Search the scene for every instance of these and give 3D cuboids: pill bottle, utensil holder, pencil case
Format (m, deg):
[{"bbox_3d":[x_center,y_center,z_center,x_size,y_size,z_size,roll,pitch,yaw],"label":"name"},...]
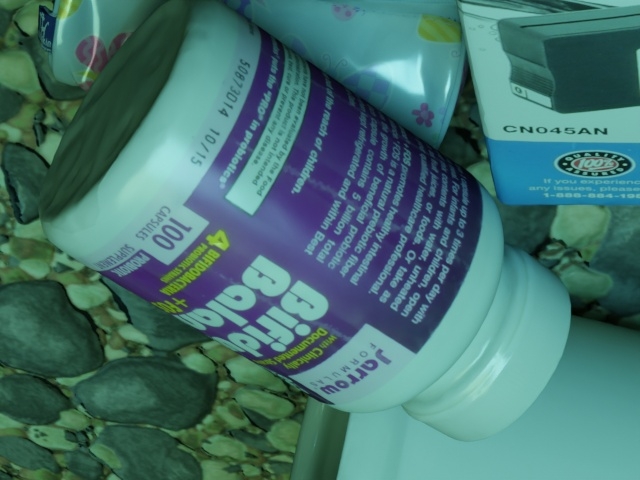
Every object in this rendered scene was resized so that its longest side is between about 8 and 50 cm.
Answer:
[{"bbox_3d":[0.000,0.000,0.882,0.301,0.169,0.169,32,134,-23],"label":"pill bottle"},{"bbox_3d":[0.179,0.210,1.130,0.385,0.328,0.328,12,138,-4],"label":"utensil holder"},{"bbox_3d":[-0.037,-0.135,0.955,0.273,0.113,0.124,13,123,-1],"label":"pencil case"}]

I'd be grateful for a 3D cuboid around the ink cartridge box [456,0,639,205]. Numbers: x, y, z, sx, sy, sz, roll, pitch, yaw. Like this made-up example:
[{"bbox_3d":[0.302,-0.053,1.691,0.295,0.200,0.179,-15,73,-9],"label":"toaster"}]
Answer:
[{"bbox_3d":[0.212,-0.169,0.736,0.285,0.166,0.395,0,156,13],"label":"ink cartridge box"}]
